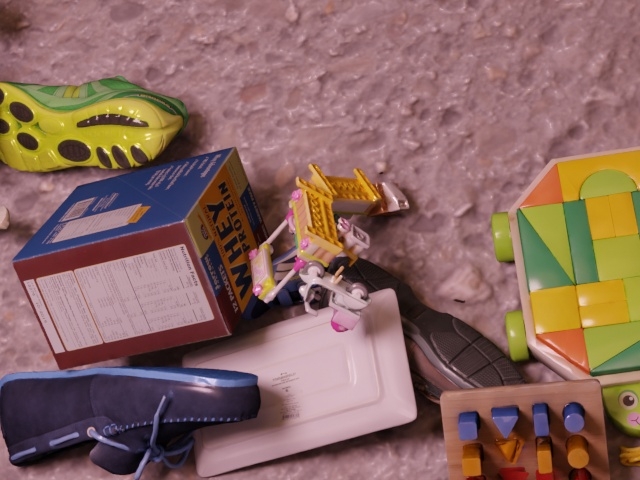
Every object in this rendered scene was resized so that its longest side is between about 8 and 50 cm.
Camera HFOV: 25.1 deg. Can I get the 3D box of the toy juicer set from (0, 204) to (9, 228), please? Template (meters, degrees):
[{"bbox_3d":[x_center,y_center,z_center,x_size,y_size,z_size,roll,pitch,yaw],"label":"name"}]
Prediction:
[{"bbox_3d":[-0.470,-0.137,1.722,0.209,0.089,0.329,-25,64,37],"label":"toy juicer set"}]

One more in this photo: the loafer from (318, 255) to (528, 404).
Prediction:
[{"bbox_3d":[0.108,0.120,1.547,0.267,0.084,0.096,38,34,23],"label":"loafer"}]

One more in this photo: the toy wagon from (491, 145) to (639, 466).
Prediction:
[{"bbox_3d":[0.328,0.065,1.522,0.267,0.068,0.344,-9,64,8],"label":"toy wagon"}]

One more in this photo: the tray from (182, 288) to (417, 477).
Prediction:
[{"bbox_3d":[-0.033,0.152,1.524,0.270,0.030,0.145,-19,69,24],"label":"tray"}]

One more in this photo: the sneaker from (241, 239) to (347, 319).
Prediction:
[{"bbox_3d":[-0.028,0.047,1.612,0.144,0.053,0.059,-37,66,-5],"label":"sneaker"}]

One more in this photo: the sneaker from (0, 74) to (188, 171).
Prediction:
[{"bbox_3d":[-0.288,-0.140,1.732,0.295,0.123,0.109,9,111,29],"label":"sneaker"}]

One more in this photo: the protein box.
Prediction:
[{"bbox_3d":[-0.183,0.016,1.540,0.201,0.136,0.200,-12,22,18],"label":"protein box"}]

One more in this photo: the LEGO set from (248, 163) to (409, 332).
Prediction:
[{"bbox_3d":[0.000,0.000,1.539,0.132,0.287,0.107,39,116,-7],"label":"LEGO set"}]

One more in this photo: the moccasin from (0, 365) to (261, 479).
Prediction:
[{"bbox_3d":[-0.200,0.194,1.526,0.342,0.138,0.117,-7,80,39],"label":"moccasin"}]

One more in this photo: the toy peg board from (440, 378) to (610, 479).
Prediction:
[{"bbox_3d":[0.206,0.230,1.424,0.161,0.079,0.160,-6,99,8],"label":"toy peg board"}]
